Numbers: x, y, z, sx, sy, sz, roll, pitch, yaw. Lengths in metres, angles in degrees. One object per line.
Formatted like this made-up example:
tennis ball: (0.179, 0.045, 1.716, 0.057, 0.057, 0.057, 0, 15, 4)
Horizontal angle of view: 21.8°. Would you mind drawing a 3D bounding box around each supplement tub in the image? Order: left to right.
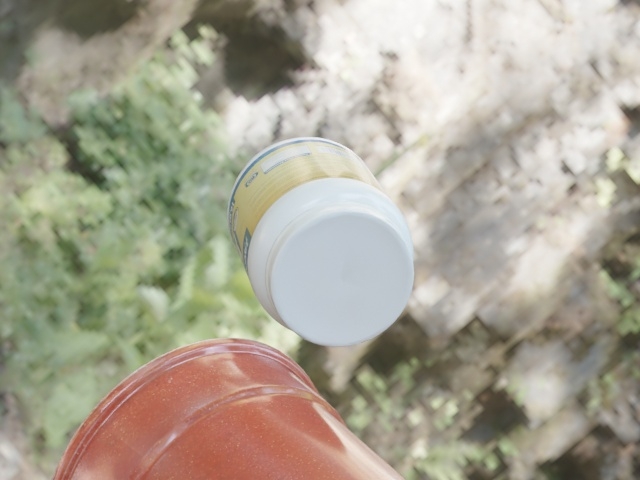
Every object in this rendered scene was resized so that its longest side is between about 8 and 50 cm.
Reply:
supplement tub: (0.000, 0.000, 1.462, 0.144, 0.144, 0.199, 50, 4, -21)

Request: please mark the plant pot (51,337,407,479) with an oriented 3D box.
plant pot: (-0.025, 0.246, 1.238, 0.265, 0.272, 0.272, 28, -17, 47)
